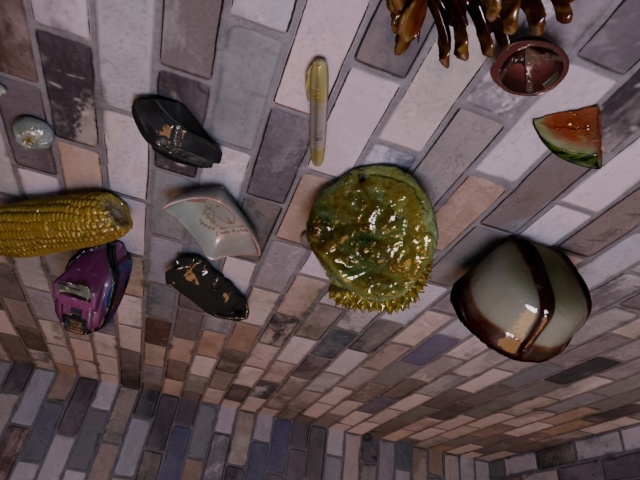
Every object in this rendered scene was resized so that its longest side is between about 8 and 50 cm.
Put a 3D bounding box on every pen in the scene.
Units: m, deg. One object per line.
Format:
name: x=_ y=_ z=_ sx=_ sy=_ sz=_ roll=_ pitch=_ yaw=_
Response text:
pen: x=-0.008 y=-0.217 z=0.839 sx=0.040 sy=0.032 sz=0.233 roll=26 pitch=148 yaw=15

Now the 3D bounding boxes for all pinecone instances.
pinecone: x=0.173 y=-0.314 z=0.495 sx=0.264 sy=0.264 sz=0.264 roll=5 pitch=145 yaw=4

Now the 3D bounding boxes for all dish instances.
dish: x=-0.233 y=-0.046 z=1.084 sx=0.151 sy=0.077 sz=0.212 roll=-5 pitch=143 yaw=21

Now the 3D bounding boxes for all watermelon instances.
watermelon: x=0.435 y=-0.177 z=0.790 sx=0.135 sy=0.125 sz=0.094 roll=-2 pitch=121 yaw=-37

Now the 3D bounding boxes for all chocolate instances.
chocolate: x=0.452 y=0.109 z=1.042 sx=0.284 sy=0.283 sz=0.186 roll=13 pitch=123 yaw=-7

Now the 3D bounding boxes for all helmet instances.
helmet: x=0.297 y=-0.264 z=0.687 sx=0.111 sy=0.057 sz=0.089 roll=16 pitch=147 yaw=-19

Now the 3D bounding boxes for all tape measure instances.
tape measure: x=-0.598 y=0.111 z=1.250 sx=0.149 sy=0.231 sz=0.245 roll=18 pitch=127 yaw=-10

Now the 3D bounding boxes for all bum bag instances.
bum bag: x=-0.322 y=0.143 z=1.371 sx=0.142 sy=0.079 sz=0.326 roll=-17 pitch=135 yaw=20

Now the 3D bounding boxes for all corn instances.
corn: x=-0.625 y=-0.040 z=1.125 sx=0.388 sy=0.143 sz=0.144 roll=-9 pitch=141 yaw=15

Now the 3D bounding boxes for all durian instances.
durian: x=0.123 y=0.093 z=1.125 sx=0.172 sy=0.166 sz=0.306 roll=16 pitch=153 yaw=-42

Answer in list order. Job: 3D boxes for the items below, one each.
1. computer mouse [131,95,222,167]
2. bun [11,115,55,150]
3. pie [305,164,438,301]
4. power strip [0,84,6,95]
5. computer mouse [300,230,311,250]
computer mouse: x=-0.272 y=-0.193 z=0.898 sx=0.106 sy=0.062 sz=0.192 roll=-20 pitch=135 yaw=34
bun: x=-0.575 y=-0.210 z=0.949 sx=0.083 sy=0.045 sz=0.083 roll=3 pitch=148 yaw=2
pie: x=0.104 y=-0.011 z=0.953 sx=0.277 sy=0.078 sz=0.276 roll=8 pitch=110 yaw=23
power strip: x=-0.700 y=-0.308 z=0.815 sx=0.270 sy=0.046 sz=0.118 roll=33 pitch=121 yaw=-31
computer mouse: x=-0.001 y=0.002 z=1.135 sx=0.096 sy=0.039 sz=0.066 roll=-3 pitch=143 yaw=14
